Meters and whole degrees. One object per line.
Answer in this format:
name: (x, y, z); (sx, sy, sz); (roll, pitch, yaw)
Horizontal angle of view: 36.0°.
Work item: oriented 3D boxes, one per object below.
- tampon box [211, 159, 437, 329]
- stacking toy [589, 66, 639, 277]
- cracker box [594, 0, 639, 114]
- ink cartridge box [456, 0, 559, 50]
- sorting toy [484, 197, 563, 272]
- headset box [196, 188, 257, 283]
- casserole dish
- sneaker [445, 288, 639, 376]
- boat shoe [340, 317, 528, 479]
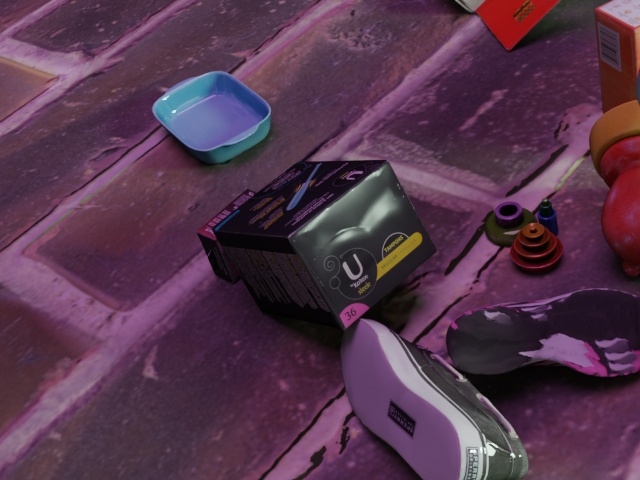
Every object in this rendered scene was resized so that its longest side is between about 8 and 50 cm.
tampon box: (0.000, 0.000, 0.900); (0.120, 0.101, 0.161); (-39, 21, -22)
stacking toy: (0.365, -0.075, 0.772); (0.280, 0.309, 0.130); (8, 61, 9)
cracker box: (0.391, -0.199, 0.979); (0.232, 0.155, 0.067); (-25, 39, -9)
ink cartridge box: (0.271, -0.399, 1.233); (0.275, 0.060, 0.239); (-45, 35, 18)
sorting toy: (0.195, -0.015, 0.930); (0.061, 0.042, 0.102); (-24, 40, -7)
headset box: (-0.085, -0.002, 1.007); (0.032, 0.062, 0.083); (22, 53, 39)
casserole dish: (-0.132, -0.150, 1.217); (0.114, 0.037, 0.188); (-31, 42, -16)
sneaker: (0.188, 0.073, 0.814); (0.178, 0.072, 0.077); (2, 0, -1)
boat shoe: (0.083, 0.130, 0.792); (0.070, 0.077, 0.219); (3, 22, -26)
